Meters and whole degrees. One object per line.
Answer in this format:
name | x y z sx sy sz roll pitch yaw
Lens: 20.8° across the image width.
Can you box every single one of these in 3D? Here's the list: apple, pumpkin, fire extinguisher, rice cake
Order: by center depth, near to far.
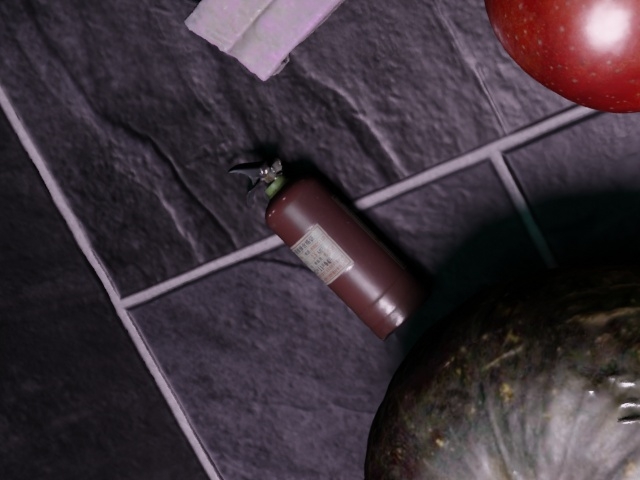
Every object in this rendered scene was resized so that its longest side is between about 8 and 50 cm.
apple | 0.250 -0.218 1.440 0.218 0.218 0.201 28 122 9
pumpkin | 0.255 0.235 1.556 0.454 0.344 0.454 5 100 33
rice cake | 0.001 -0.273 1.613 0.106 0.050 0.298 44 120 1
fire extinguisher | 0.000 0.000 1.723 0.231 0.071 0.099 44 148 1
